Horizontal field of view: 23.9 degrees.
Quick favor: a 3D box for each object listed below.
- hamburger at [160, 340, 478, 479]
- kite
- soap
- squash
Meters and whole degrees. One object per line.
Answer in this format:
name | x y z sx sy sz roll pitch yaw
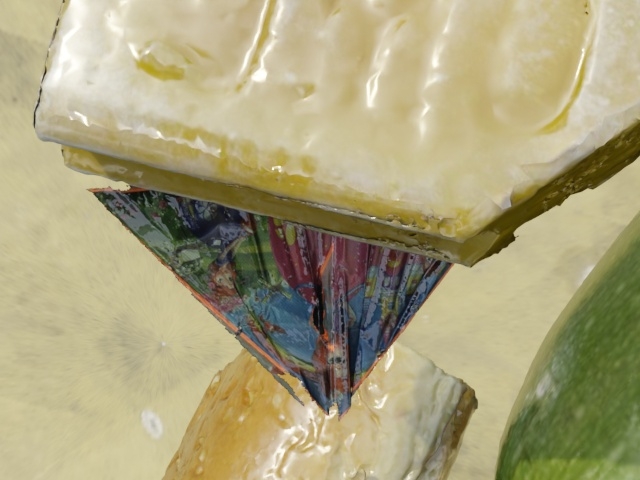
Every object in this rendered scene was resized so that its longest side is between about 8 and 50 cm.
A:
hamburger | -0.032 0.196 1.017 0.162 0.330 0.209 33 58 -8
kite | 0.000 0.000 0.734 0.241 0.014 0.183 1 98 -29
soap | 0.029 -0.081 0.623 0.257 0.080 0.160 13 82 6
squash | 0.258 0.133 0.950 0.310 0.310 0.309 42 107 -2
